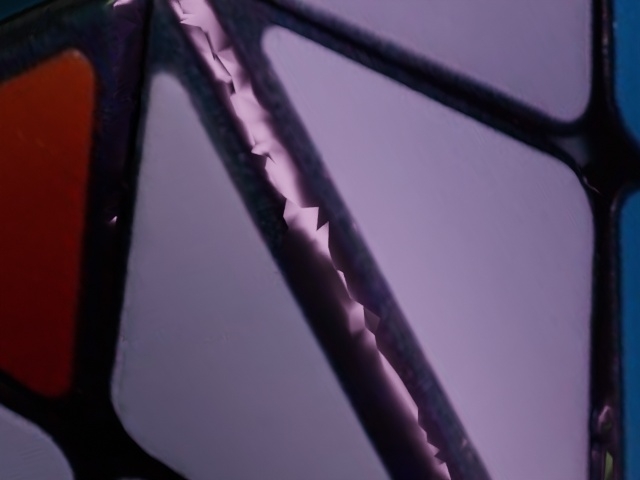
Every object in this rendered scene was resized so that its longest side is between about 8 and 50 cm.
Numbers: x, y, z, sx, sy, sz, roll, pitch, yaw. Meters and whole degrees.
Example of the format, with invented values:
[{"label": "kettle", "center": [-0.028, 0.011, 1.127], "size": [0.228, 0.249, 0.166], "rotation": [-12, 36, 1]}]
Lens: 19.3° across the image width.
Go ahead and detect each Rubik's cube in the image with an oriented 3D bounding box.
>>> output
[{"label": "Rubik's cube", "center": [0.000, 0.000, 0.627], "size": [0.250, 0.248, 0.246], "rotation": [-16, 19, 44]}]
